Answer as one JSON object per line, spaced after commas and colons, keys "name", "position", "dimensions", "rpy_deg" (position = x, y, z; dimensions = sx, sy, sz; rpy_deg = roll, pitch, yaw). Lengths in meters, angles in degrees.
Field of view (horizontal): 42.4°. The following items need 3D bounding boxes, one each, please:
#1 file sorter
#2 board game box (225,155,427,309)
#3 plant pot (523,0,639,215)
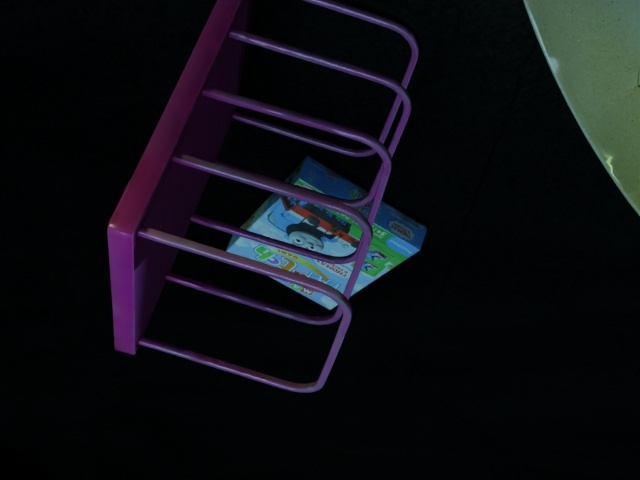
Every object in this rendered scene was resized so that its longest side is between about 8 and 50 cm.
{"name": "file sorter", "position": [-0.039, -0.047, 0.703], "dimensions": [0.182, 0.291, 0.202], "rpy_deg": [18, 147, -1]}
{"name": "board game box", "position": [0.000, 0.000, 0.975], "dimensions": [0.160, 0.039, 0.211], "rpy_deg": [30, 147, -14]}
{"name": "plant pot", "position": [0.255, -0.139, 0.467], "dimensions": [0.190, 0.284, 0.284], "rpy_deg": [-27, 134, 5]}
